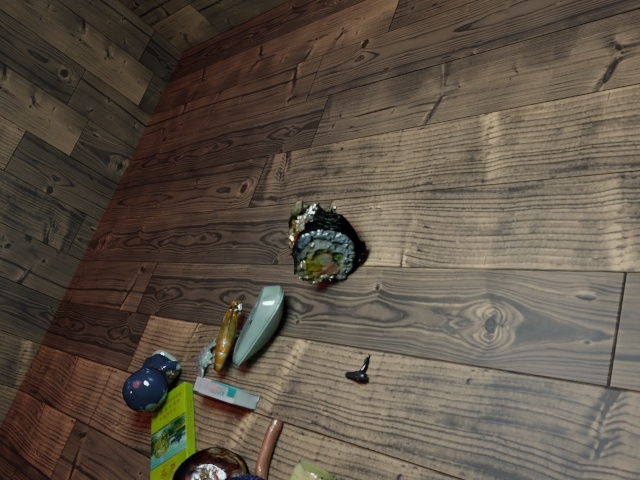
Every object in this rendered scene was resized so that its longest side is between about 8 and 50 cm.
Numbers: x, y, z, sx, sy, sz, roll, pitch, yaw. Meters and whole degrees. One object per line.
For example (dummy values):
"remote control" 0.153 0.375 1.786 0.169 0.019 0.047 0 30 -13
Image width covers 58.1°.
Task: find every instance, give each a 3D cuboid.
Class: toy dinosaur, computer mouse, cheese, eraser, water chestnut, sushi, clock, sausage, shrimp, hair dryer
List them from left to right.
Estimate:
"clock" -0.604 0.505 2.041 0.199 0.146 0.243 -39 11 14
"toy dinosaur" -0.409 0.435 2.016 0.082 0.039 0.209 -22 38 39
"water chestnut" -0.297 0.694 1.610 0.223 0.238 0.224 1 47 -1
"eraser" -0.301 0.483 1.826 0.225 0.095 0.052 1 68 46
"shrimp" -0.311 0.323 1.935 0.150 0.067 0.249 159 128 -82
"computer mouse" -0.190 0.276 1.853 0.159 0.096 0.289 -105 39 -73
"sausage" -0.149 0.598 1.632 0.043 0.043 0.187 -6 59 44
"cheese" -0.038 0.651 1.437 0.123 0.093 0.167 18 81 41
"sushi" -0.001 -0.003 1.772 0.239 0.224 0.219 -62 28 19
"hair dryer" 0.109 0.344 1.562 0.079 0.031 0.083 -7 45 54

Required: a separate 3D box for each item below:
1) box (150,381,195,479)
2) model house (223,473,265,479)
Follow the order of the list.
"box" -0.498 0.668 1.941 0.187 0.047 0.335 -37 43 21
"model house" -0.166 0.699 1.287 0.298 0.243 0.284 39 132 19
